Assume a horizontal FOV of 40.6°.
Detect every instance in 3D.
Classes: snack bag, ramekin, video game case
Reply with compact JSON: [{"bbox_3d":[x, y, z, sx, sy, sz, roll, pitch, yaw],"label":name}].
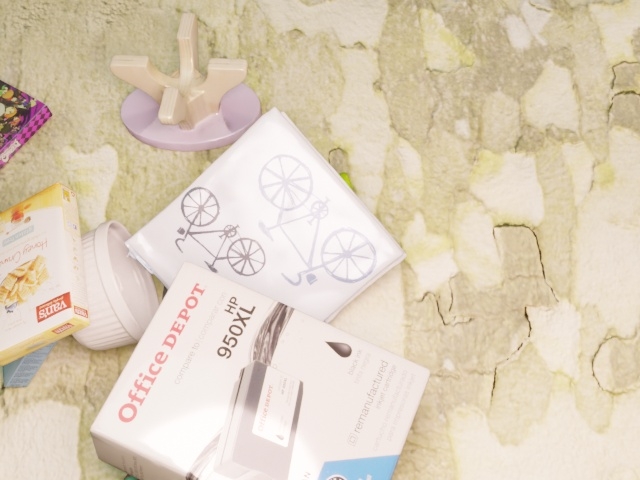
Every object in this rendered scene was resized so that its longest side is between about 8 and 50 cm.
[{"bbox_3d":[-0.089,0.016,1.391,0.342,0.037,0.323,-42,93,3],"label":"snack bag"},{"bbox_3d":[-0.349,0.080,1.404,0.109,0.207,0.207,-20,59,4],"label":"ramekin"},{"bbox_3d":[-0.683,-0.219,1.707,0.210,0.042,0.232,28,66,21],"label":"video game case"}]

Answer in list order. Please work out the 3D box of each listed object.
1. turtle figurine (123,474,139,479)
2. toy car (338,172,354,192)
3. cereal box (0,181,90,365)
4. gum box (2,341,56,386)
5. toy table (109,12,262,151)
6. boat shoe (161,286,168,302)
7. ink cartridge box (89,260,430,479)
[{"bbox_3d":[-0.296,0.413,1.252,0.175,0.118,0.234,40,62,16],"label":"turtle figurine"},{"bbox_3d":[0.000,0.000,1.475,0.155,0.149,0.188,-19,88,-1],"label":"toy car"},{"bbox_3d":[-0.440,0.050,1.316,0.173,0.047,0.240,-25,59,17],"label":"cereal box"},{"bbox_3d":[-0.475,0.127,1.406,0.041,0.184,0.157,8,51,-36],"label":"gum box"},{"bbox_3d":[-0.257,-0.281,1.628,0.274,0.161,0.252,-7,59,1],"label":"toy table"},{"bbox_3d":[-0.208,0.031,1.471,0.116,0.099,0.319,6,61,8],"label":"boat shoe"},{"bbox_3d":[-0.084,0.248,1.236,0.395,0.166,0.285,24,61,3],"label":"ink cartridge box"}]
